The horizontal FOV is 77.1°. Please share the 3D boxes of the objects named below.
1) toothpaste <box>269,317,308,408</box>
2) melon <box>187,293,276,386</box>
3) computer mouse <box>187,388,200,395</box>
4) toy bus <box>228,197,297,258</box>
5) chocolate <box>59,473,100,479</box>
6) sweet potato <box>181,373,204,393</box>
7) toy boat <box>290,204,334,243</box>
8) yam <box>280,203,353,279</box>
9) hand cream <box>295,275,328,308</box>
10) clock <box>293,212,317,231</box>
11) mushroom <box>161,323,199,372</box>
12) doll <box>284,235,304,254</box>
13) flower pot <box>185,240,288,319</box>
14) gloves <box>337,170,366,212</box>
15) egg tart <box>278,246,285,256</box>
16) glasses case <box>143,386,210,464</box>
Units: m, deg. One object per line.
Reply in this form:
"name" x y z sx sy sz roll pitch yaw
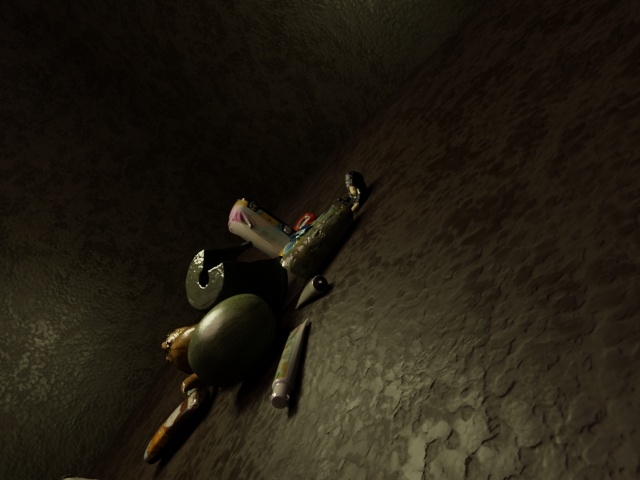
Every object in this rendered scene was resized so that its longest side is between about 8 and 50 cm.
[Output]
"toothpaste" -0.080 0.309 1.050 0.314 0.058 0.056 -73 -18 -68
"melon" -0.272 0.312 1.277 0.302 0.237 0.237 -49 12 -13
"computer mouse" -0.541 0.611 1.780 0.089 0.056 0.182 -44 14 45
"toy bus" -0.320 -0.056 2.162 0.171 0.386 0.163 -37 23 49
"chocolate" -0.715 0.890 1.238 0.303 0.212 0.304 -178 90 -84
"sweet potato" -0.445 0.516 1.515 0.072 0.066 0.314 -21 -5 1
"toy boat" -0.022 -0.070 1.921 0.291 0.067 0.220 -42 -7 -26
"yam" 0.000 0.000 1.472 0.330 0.133 0.133 -50 12 -10
"hand cream" -0.031 0.163 1.301 0.186 0.054 0.087 -43 18 55
"clock" -0.074 -0.083 2.118 0.113 0.061 0.155 -52 16 -5
"mushroom" -0.524 0.461 1.701 0.263 0.282 0.196 77 -167 -56
"doll" -0.090 0.039 1.736 0.135 0.099 0.241 -13 -3 -26
"flower pot" -0.339 0.171 1.505 0.378 0.251 0.380 -8 76 35
"gloves" 0.138 -0.179 1.620 0.129 0.106 0.181 -37 47 50
"egg tart" -0.180 0.074 2.053 0.130 0.052 0.130 -50 14 17
"glasses case" -0.519 0.670 1.461 0.321 0.082 0.122 -48 7 2
